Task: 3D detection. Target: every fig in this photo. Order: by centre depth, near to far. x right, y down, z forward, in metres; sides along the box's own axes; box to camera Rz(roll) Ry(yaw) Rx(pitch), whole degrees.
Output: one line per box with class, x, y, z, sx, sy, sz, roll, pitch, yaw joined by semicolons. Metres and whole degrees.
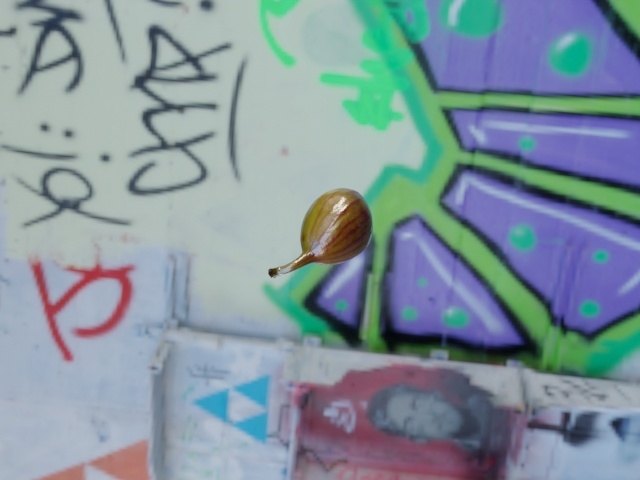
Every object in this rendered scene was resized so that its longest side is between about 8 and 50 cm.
fig;0.000;0.000;0.755;0.083;0.050;0.050;-39;-22;-23
